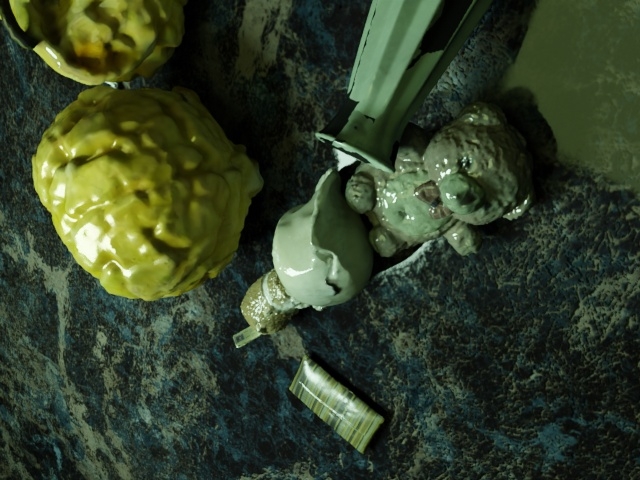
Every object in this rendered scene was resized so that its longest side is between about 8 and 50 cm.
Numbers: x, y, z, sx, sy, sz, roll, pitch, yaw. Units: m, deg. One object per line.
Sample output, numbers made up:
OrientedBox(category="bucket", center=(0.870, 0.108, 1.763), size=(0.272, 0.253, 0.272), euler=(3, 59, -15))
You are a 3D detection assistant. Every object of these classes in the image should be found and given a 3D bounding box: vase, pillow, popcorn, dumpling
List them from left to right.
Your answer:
OrientedBox(category="popcorn", center=(-0.409, -0.420, 1.082), size=(0.349, 0.381, 0.349), euler=(8, 125, 12))
OrientedBox(category="popcorn", center=(-0.301, -0.080, 1.139), size=(0.344, 0.390, 0.354), euler=(-26, 60, 24))
OrientedBox(category="dumpling", center=(-0.005, -0.001, 1.057), size=(0.243, 0.175, 0.227), euler=(-36, 49, 49))
OrientedBox(category="pillow", center=(0.027, 0.324, 1.258), size=(0.203, 0.038, 0.113), euler=(35, 125, 20))
OrientedBox(category="vase", center=(0.121, -0.271, 0.807), size=(0.165, 0.165, 0.360), euler=(27, 93, 25))

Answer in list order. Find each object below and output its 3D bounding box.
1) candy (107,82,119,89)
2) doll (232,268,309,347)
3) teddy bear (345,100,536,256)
OrientedBox(category="candy", center=(-0.435, -0.284, 1.344), size=(0.094, 0.051, 0.226), euler=(16, 116, 27))
OrientedBox(category="doll", center=(-0.091, 0.124, 1.219), size=(0.115, 0.105, 0.221), euler=(55, 129, 25))
OrientedBox(category="teddy bear", center=(0.174, -0.079, 0.928), size=(0.267, 0.151, 0.236), euler=(-9, 123, 40))
